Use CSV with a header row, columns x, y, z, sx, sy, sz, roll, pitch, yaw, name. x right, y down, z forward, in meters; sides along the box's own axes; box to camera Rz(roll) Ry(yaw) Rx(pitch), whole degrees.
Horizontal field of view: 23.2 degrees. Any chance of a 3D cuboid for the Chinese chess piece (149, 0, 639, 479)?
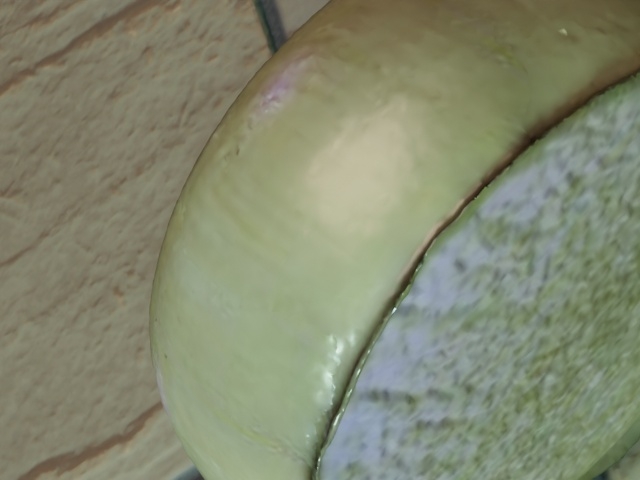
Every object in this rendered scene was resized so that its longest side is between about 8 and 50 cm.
x,y,z,sx,sy,sz,roll,pitch,yaw,name
0.062,0.010,0.612,0.112,0.270,0.270,41,94,32,Chinese chess piece
